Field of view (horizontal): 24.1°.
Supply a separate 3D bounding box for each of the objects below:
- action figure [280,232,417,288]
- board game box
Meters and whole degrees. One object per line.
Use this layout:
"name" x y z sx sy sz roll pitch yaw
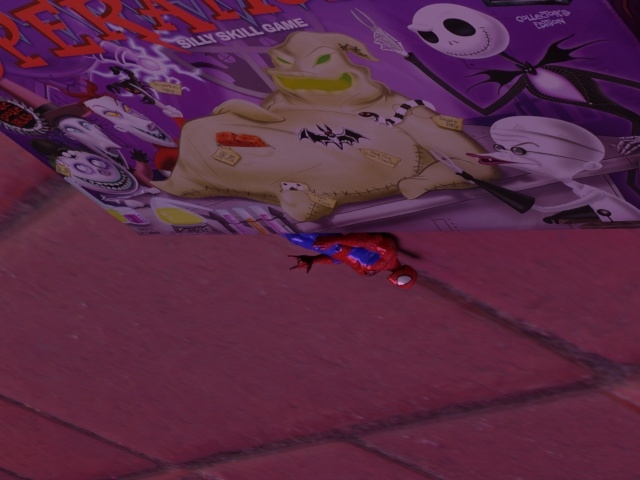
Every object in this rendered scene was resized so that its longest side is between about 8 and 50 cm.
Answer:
"action figure" 0.000 0.000 0.804 0.115 0.030 0.038 21 153 -13
"board game box" -0.010 -0.069 0.627 0.346 0.056 0.208 -1 147 38
